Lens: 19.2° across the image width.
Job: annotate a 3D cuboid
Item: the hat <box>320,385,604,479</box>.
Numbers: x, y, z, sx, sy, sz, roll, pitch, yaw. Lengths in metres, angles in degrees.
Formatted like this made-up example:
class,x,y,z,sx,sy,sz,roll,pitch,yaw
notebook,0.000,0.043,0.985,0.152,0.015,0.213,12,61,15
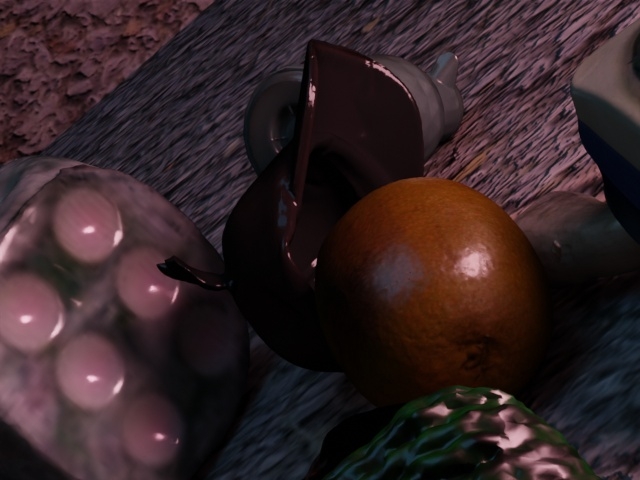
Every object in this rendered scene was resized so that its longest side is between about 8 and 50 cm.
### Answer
class,x,y,z,sx,sy,sz,roll,pitch,yaw
hat,0.054,0.268,1.108,0.332,0.242,0.274,-35,50,-3

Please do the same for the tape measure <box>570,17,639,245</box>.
class,x,y,z,sx,sy,sz,roll,pitch,yaw
tape measure,0.341,-0.097,1.433,0.262,0.138,0.259,-32,37,-6

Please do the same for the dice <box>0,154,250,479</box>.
class,x,y,z,sx,sy,sz,roll,pitch,yaw
dice,-0.299,0.130,1.984,0.348,0.328,0.330,-23,28,43

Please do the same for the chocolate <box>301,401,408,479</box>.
class,x,y,z,sx,sy,sz,roll,pitch,yaw
chocolate,0.028,0.250,1.337,0.177,0.206,0.224,-42,22,33

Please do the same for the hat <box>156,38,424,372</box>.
class,x,y,z,sx,sy,sz,roll,pitch,yaw
hat,-0.020,-0.016,1.837,0.209,0.238,0.336,-16,72,38

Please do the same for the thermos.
class,x,y,z,sx,sy,sz,roll,pitch,yaw
thermos,0.048,-0.115,2.044,0.286,0.145,0.182,-13,-46,-55

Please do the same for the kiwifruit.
class,x,y,z,sx,sy,sz,roll,pitch,yaw
kiwifruit,0.091,0.048,1.612,0.196,0.196,0.234,-43,35,-1

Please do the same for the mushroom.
class,x,y,z,sx,sy,sz,roll,pitch,yaw
mushroom,0.247,-0.007,1.606,0.092,0.081,0.223,-27,8,-32
